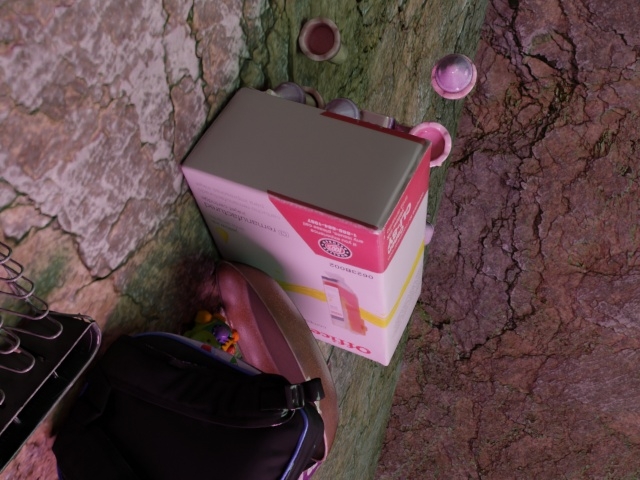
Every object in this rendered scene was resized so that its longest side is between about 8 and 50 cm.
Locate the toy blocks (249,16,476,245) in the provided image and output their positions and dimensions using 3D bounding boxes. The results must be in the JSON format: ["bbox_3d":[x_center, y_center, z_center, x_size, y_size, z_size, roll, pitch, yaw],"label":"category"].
[{"bbox_3d":[0.062,-0.159,0.927,0.260,0.288,0.309,-23,131,-74],"label":"toy blocks"}]

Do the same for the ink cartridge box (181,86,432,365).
[{"bbox_3d":[0.000,0.000,0.897,0.160,0.279,0.385,-61,158,-28],"label":"ink cartridge box"}]

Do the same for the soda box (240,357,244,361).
[{"bbox_3d":[-0.128,0.255,1.105,0.183,0.062,0.058,-47,147,-52],"label":"soda box"}]

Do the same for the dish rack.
[{"bbox_3d":[-0.296,0.076,0.460,0.272,0.074,0.208,84,29,-49],"label":"dish rack"}]

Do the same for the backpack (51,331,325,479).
[{"bbox_3d":[-0.155,0.237,0.712,0.277,0.263,0.213,-57,165,-16],"label":"backpack"}]

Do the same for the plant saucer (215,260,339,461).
[{"bbox_3d":[-0.059,0.161,0.868,0.050,0.310,0.311,-26,141,-21],"label":"plant saucer"}]

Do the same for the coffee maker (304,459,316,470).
[{"bbox_3d":[-0.096,0.360,0.984,0.178,0.120,0.171,-4,84,-46],"label":"coffee maker"}]

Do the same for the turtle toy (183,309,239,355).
[{"bbox_3d":[-0.165,0.156,0.907,0.130,0.066,0.095,40,69,-70],"label":"turtle toy"}]

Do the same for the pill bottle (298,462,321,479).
[{"bbox_3d":[-0.102,0.420,1.164,0.301,0.169,0.169,-20,126,-67],"label":"pill bottle"}]
